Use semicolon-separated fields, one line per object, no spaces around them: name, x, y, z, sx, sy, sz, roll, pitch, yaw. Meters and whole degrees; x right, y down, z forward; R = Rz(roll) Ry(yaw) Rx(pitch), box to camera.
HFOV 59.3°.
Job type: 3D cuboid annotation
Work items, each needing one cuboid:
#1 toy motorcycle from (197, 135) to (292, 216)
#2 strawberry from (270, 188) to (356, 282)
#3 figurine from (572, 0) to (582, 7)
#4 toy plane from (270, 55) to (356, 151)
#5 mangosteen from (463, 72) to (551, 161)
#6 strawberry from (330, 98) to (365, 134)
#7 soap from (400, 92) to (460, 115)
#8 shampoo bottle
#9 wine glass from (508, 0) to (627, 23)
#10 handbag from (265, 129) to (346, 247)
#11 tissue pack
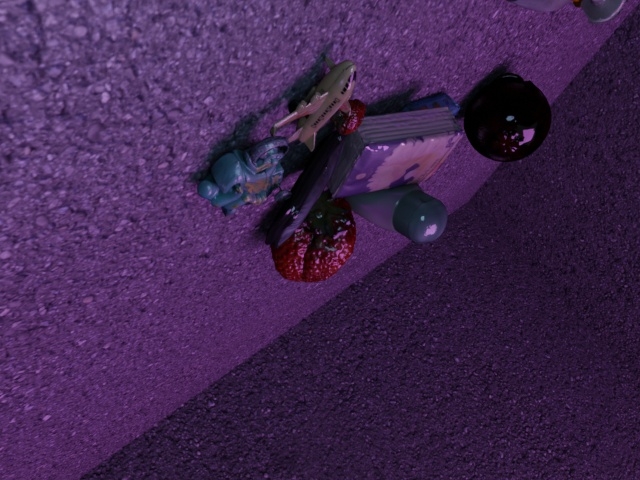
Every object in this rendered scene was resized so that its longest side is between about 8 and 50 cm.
toy motorcycle;-0.163;-0.120;1.192;0.198;0.109;0.296;-24;169;-14
strawberry;-0.020;0.003;1.666;0.238;0.250;0.288;-77;172;-45
figurine;0.686;-0.737;1.503;0.156;0.131;0.246;-23;155;9
toy plane;0.001;-0.281;1.156;0.229;0.092;0.244;-25;160;-40
mangosteen;0.686;-0.457;2.053;0.307;0.307;0.346;120;-7;-53
strawberry;0.066;-0.295;1.317;0.096;0.083;0.083;-46;169;-21
soap;0.304;-0.361;1.730;0.293;0.077;0.156;-26;162;-41
shampoo bottle;0.236;-0.110;1.727;0.222;0.349;0.151;-18;128;-33
wine glass;0.595;-0.618;1.373;0.321;0.143;0.143;-5;149;-27
handbag;-0.029;-0.133;1.374;0.332;0.075;0.191;-59;-178;-33
tissue pack;0.198;-0.243;1.551;0.344;0.125;0.242;-12;154;-28
